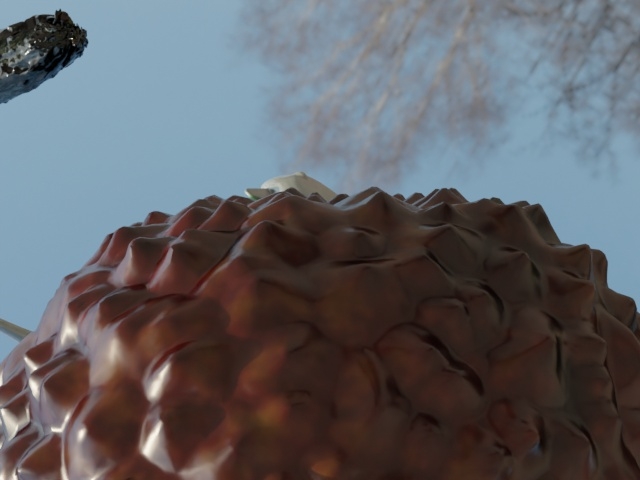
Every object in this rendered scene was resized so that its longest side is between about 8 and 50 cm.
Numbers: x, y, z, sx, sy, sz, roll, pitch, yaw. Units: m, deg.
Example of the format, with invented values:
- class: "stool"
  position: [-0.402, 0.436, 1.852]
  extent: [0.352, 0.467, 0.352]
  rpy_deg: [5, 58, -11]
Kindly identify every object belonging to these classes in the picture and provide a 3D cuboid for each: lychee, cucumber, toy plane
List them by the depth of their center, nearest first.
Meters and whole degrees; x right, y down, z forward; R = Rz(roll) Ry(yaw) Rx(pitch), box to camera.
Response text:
- class: "lychee"
  position: [-0.018, 0.164, 0.889]
  extent: [0.500, 0.424, 0.424]
  rpy_deg: [-29, -122, -22]
- class: "cucumber"
  position: [-0.225, -0.112, 1.000]
  extent: [0.053, 0.182, 0.053]
  rpy_deg: [28, -124, -50]
- class: "toy plane"
  position: [0.001, -0.002, 1.364]
  extent: [0.174, 0.080, 0.174]
  rpy_deg: [18, -155, -9]

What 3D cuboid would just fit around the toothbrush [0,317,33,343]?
- class: "toothbrush"
  position: [-0.226, 0.109, 1.333]
  extent: [0.342, 0.025, 0.030]
  rpy_deg: [34, -141, -48]
